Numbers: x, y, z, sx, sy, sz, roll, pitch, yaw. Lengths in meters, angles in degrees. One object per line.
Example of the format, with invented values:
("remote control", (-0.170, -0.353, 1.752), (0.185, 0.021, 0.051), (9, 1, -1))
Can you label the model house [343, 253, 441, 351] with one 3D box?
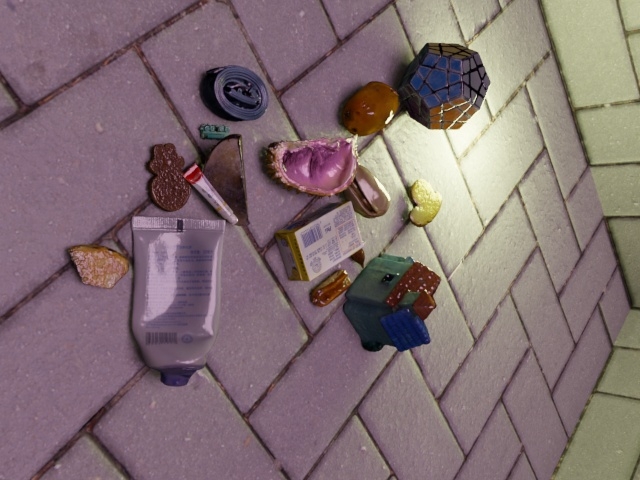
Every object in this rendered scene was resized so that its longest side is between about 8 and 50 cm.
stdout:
("model house", (0.289, 0.206, 2.127), (0.295, 0.329, 0.252), (-49, 119, -30))

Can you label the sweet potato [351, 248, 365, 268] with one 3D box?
("sweet potato", (0.125, 0.052, 2.163), (0.049, 0.049, 0.117), (-50, 134, -31))

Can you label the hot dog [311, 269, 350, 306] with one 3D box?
("hot dog", (0.033, 0.154, 2.071), (0.165, 0.045, 0.071), (-35, 116, -38))

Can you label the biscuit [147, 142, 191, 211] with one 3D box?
("biscuit", (-0.390, -0.161, 1.669), (0.124, 0.026, 0.175), (-16, 102, -46))

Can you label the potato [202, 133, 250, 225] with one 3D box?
("potato", (-0.257, -0.176, 1.772), (0.120, 0.100, 0.261), (-2, 117, -2))

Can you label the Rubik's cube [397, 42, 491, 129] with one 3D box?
("Rubik's cube", (0.434, -0.542, 2.291), (0.264, 0.319, 0.319), (-7, 97, -70))

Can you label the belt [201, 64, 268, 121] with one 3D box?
("belt", (-0.236, -0.400, 1.775), (0.190, 0.082, 0.141), (13, 85, -44))

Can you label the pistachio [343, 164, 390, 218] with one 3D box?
("pistachio", (0.141, -0.159, 2.119), (0.223, 0.126, 0.152), (46, 27, -29))

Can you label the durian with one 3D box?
("durian", (-0.030, -0.221, 1.967), (0.341, 0.112, 0.191), (-13, 109, -35))

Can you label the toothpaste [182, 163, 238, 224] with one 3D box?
("toothpaste", (-0.286, -0.116, 1.725), (0.048, 0.031, 0.190), (-46, 114, -16))

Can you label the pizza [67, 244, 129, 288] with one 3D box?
("pizza", (-0.525, 0.061, 1.537), (0.160, 0.035, 0.099), (16, 79, -42))

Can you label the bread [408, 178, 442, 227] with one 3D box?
("bread", (0.358, -0.134, 2.373), (0.149, 0.065, 0.188), (50, 61, -20))

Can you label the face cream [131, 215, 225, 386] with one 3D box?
("face cream", (-0.359, 0.152, 1.634), (0.234, 0.137, 0.420), (2, 87, -18))

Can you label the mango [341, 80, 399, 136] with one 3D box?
("mango", (0.172, -0.431, 2.141), (0.248, 0.151, 0.156), (-40, 149, -43))

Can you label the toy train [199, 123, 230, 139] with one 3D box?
("toy train", (-0.287, -0.294, 1.766), (0.092, 0.029, 0.045), (-6, 111, -40))

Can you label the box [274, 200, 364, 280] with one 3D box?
("box", (0.000, 0.000, 1.999), (0.265, 0.097, 0.168), (-32, 112, -38))
